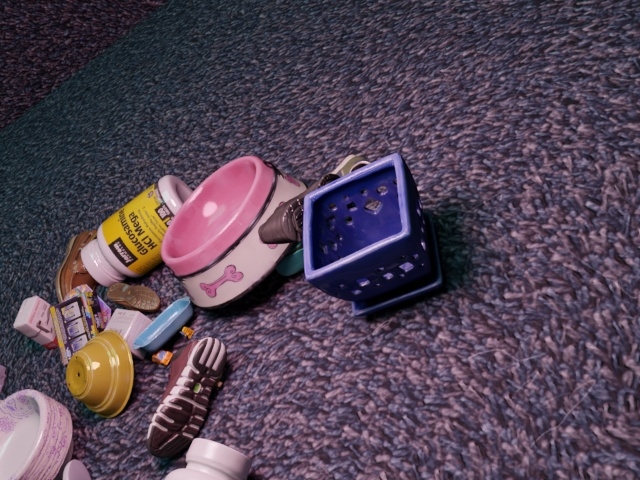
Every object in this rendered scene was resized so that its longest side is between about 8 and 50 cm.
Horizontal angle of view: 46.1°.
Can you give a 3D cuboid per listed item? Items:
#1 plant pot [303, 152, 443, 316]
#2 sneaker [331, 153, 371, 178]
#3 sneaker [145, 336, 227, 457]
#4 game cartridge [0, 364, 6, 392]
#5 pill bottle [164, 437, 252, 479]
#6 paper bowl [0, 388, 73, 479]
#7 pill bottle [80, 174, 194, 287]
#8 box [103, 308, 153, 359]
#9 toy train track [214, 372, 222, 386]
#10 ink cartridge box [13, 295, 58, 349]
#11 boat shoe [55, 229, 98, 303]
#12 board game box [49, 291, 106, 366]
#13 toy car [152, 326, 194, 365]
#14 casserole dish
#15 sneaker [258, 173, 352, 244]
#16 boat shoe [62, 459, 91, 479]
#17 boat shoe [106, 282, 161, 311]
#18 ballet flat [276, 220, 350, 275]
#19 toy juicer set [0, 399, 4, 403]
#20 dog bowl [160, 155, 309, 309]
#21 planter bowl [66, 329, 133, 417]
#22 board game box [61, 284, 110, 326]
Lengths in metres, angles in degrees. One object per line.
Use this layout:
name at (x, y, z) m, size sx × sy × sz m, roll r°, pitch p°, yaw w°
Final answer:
plant pot at (0.116, 0.005, 1.525) m, size 0.236 × 0.212 × 0.236 m, roll -24°, pitch 43°, yaw 22°
sneaker at (0.056, -0.129, 1.811) m, size 0.192 × 0.064 × 0.086 m, roll -52°, pitch 35°, yaw -14°
sneaker at (-0.317, 0.348, 1.705) m, size 0.162 × 0.106 × 0.281 m, roll -2°, pitch 56°, yaw 61°
game cartridge at (-1.033, 0.515, 2.189) m, size 0.196 × 0.060 × 0.294 m, roll -23°, pitch 43°, yaw 29°
pill bottle at (-0.239, 0.533, 1.396) m, size 0.169 × 0.169 × 0.301 m, roll -3°, pitch 54°, yaw 39°
paper bowl at (-0.722, 0.522, 1.838) m, size 0.284 × 0.148 × 0.284 m, roll -23°, pitch 43°, yaw 23°
pill bottle at (-0.491, -0.017, 2.086) m, size 0.334 × 0.188 × 0.188 m, roll -36°, pitch 40°, yaw 11°
box at (-0.491, 0.241, 1.936) m, size 0.101 × 0.087 × 0.102 m, roll 1°, pitch 56°, yaw 41°
toy train track at (-0.241, 0.313, 1.718) m, size 0.048 × 0.014 × 0.083 m, roll -56°, pitch 34°, yaw -3°
ink cartridge box at (-0.801, 0.237, 2.166) m, size 0.056 × 0.135 × 0.099 m, roll -17°, pitch 47°, yaw 28°
boat shoe at (-0.706, 0.085, 2.241) m, size 0.104 × 0.110 × 0.307 m, roll -23°, pitch 48°, yaw 16°
board game box at (-0.653, 0.241, 2.042) m, size 0.141 × 0.048 × 0.170 m, roll -23°, pitch 78°, yaw 25°
toy car at (-0.374, 0.254, 1.861) m, size 0.122 × 0.040 × 0.060 m, roll -53°, pitch 40°, yaw -10°
casserole dish at (-0.387, 0.215, 1.875) m, size 0.188 × 0.037 × 0.114 m, roll -47°, pitch 22°, yaw -25°
sneaker at (-0.035, -0.069, 1.679) m, size 0.130 × 0.109 × 0.286 m, roll -16°, pitch 8°, yaw 39°
boat shoe at (-0.561, 0.606, 1.690) m, size 0.076 × 0.080 × 0.228 m, roll -34°, pitch 48°, yaw 10°
boat shoe at (-0.497, 0.160, 2.037) m, size 0.178 × 0.060 × 0.064 m, roll 11°, pitch 59°, yaw 30°
ballet flat at (0.000, 0.000, 1.736) m, size 0.247 × 0.083 × 0.087 m, roll -25°, pitch 34°, yaw 21°
toy juicer set at (-0.895, 0.530, 1.931) m, size 0.089 × 0.209 × 0.329 m, roll -8°, pitch 51°, yaw 25°
dog bowl at (-0.223, -0.037, 1.845) m, size 0.408 × 0.150 × 0.408 m, roll -34°, pitch 29°, yaw 23°
planter bowl at (-0.560, 0.328, 1.845) m, size 0.217 × 0.090 × 0.217 m, roll -7°, pitch 80°, yaw 40°
board game box at (-0.669, 0.206, 2.097) m, size 0.169 × 0.033 × 0.133 m, roll 40°, pitch 93°, yaw 21°
